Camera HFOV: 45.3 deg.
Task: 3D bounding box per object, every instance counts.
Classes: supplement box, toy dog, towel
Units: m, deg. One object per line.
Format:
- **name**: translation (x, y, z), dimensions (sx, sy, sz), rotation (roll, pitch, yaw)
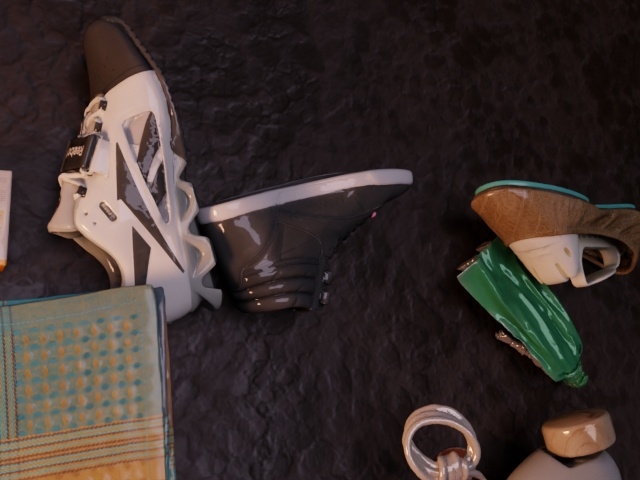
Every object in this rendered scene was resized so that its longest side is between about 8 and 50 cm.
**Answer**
- **supplement box**: translation (-0.341, -0.021, 0.758), dimensions (0.062, 0.036, 0.098), rotation (5, 75, -26)
- **toy dog**: translation (0.224, 0.311, 0.922), dimensions (0.333, 0.161, 0.220), rotation (4, 77, -11)
- **towel**: translation (-0.266, 0.234, 0.693), dimensions (0.271, 0.040, 0.370), rotation (-4, 80, -9)

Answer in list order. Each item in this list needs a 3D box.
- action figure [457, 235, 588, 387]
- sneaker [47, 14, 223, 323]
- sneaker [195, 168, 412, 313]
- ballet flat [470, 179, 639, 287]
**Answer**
- **action figure**: translation (0.281, 0.106, 1.028), dimensions (0.137, 0.063, 0.232), rotation (-38, 92, -31)
- **sneaker**: translation (-0.214, -0.068, 0.785), dimensions (0.146, 0.122, 0.330), rotation (-16, 88, -25)
- **sneaker**: translation (0.000, 0.000, 0.900), dimensions (0.295, 0.104, 0.147), rotation (-17, 99, -35)
- **ballet flat**: translation (0.334, 0.000, 1.036), dimensions (0.342, 0.116, 0.124), rotation (7, 75, -43)
